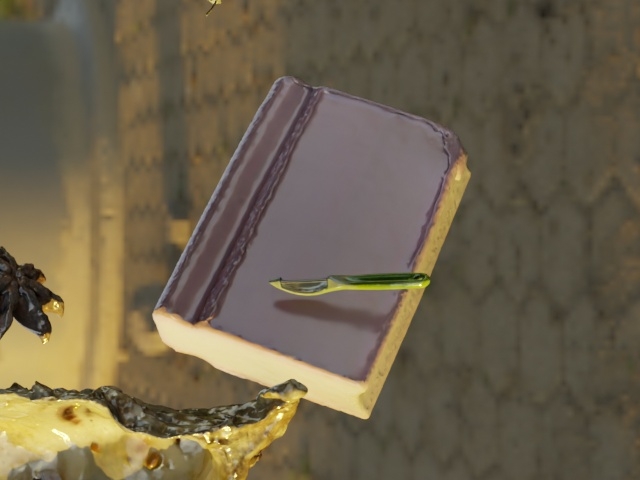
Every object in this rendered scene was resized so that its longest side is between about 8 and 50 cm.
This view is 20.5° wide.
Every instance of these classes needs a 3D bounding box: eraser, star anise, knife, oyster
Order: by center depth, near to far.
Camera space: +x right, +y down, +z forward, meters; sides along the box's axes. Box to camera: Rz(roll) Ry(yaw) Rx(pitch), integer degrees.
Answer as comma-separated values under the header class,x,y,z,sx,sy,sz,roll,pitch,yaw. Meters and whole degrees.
class,x,y,z,sx,sy,sz,roll,pitch,yaw
oyster,-0.197,0.225,1.711,0.111,0.396,0.204,-52,-41,-66
star anise,-0.318,0.049,1.815,0.042,0.141,0.141,-48,36,26
knife,0.032,0.048,1.976,0.026,0.184,0.022,68,-155,-51
eraser,0.000,0.000,2.110,0.122,0.272,0.359,80,-148,-61

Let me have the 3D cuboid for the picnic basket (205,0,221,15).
class,x,y,z,sx,sy,sz,roll,pitch,yaw
picnic basket,-0.134,-0.301,2.041,0.083,0.065,0.083,-48,-4,-29
